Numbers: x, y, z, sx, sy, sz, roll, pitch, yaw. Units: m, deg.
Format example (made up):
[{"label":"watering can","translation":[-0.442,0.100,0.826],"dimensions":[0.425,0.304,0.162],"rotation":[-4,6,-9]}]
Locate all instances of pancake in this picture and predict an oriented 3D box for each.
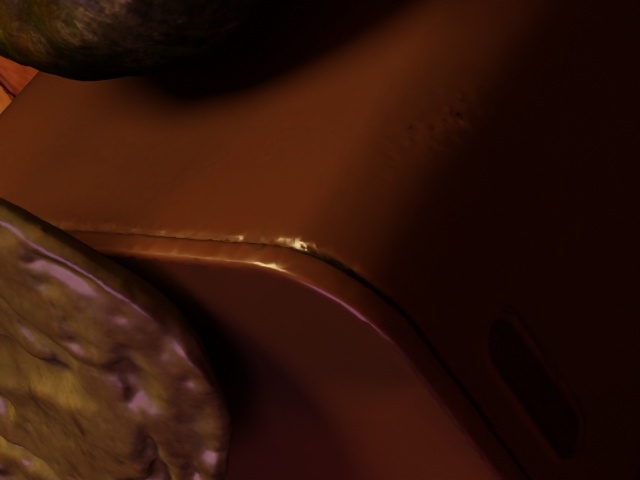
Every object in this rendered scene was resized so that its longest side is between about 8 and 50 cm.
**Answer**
[{"label":"pancake","translation":[-0.134,0.042,0.706],"dimensions":[0.242,0.050,0.242],"rotation":[19,148,12]}]

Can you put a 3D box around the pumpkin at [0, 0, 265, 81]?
[{"label":"pumpkin","translation":[-0.105,-0.173,0.685],"dimensions":[0.223,0.157,0.224],"rotation":[18,129,23]}]

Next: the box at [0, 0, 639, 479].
[{"label":"box","translation":[0.000,0.000,0.784],"dimensions":[0.339,0.229,0.239],"rotation":[2,140,45]}]
